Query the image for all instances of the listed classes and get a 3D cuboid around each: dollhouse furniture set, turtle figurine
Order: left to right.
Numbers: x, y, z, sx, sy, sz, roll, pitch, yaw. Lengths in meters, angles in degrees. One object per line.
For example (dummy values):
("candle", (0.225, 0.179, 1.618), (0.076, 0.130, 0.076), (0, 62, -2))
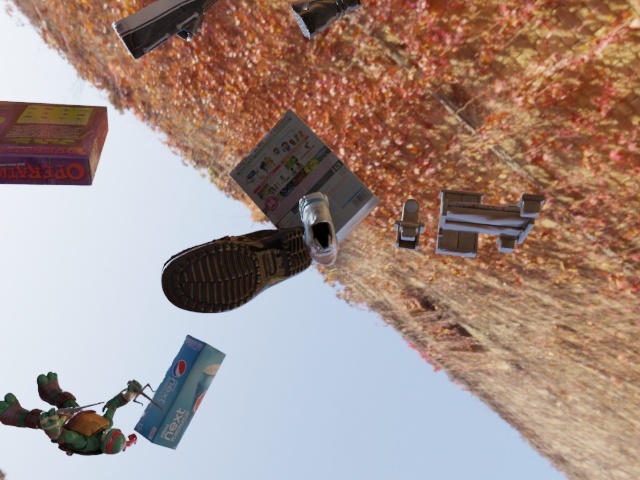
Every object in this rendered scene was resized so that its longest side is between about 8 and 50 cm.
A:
("turtle figurine", (-0.384, 0.284, 0.828), (0.234, 0.175, 0.118), (10, -89, 18))
("dollhouse furniture set", (0.334, -0.098, 1.239), (0.303, 0.355, 0.173), (6, -108, 10))

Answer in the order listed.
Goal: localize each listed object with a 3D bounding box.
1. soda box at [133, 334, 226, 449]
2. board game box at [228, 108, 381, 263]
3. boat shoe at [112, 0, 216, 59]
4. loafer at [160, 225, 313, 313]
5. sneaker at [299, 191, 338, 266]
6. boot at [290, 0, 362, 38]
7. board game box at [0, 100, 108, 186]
("soda box", (-0.281, 0.304, 1.047), (0.071, 0.067, 0.210), (47, -116, -46))
("board game box", (-0.040, -0.127, 1.241), (0.224, 0.097, 0.303), (-44, -105, 10))
("boat shoe", (-0.315, -0.511, 1.181), (0.301, 0.108, 0.102), (-39, -59, -22))
("loafer", (-0.171, 0.054, 1.045), (0.366, 0.130, 0.133), (-13, -79, -48))
("sneaker", (0.000, 0.000, 1.009), (0.071, 0.190, 0.083), (-16, -131, 0))
("boot", (0.019, -0.581, 1.297), (0.161, 0.246, 0.083), (-27, -57, 4))
("board game box", (-0.480, -0.139, 0.693), (0.347, 0.208, 0.056), (0, -62, -15))
